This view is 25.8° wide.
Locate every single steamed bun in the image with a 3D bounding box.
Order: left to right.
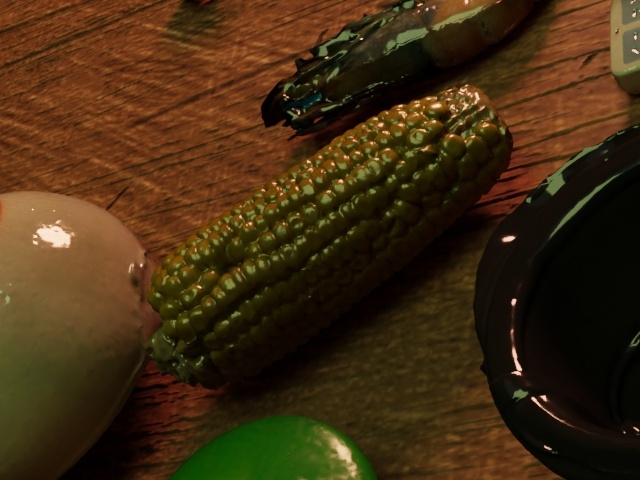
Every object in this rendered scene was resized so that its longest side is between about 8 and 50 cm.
[{"bbox_3d":[-0.271,0.075,1.127,0.283,0.177,0.283,-35,30,23],"label":"steamed bun"}]

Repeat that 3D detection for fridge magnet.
[{"bbox_3d":[-0.045,0.211,0.912,0.208,0.088,0.208,-23,45,25],"label":"fridge magnet"}]

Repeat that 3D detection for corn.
[{"bbox_3d":[0.000,0.000,1.035,0.321,0.119,0.119,-32,41,10],"label":"corn"}]

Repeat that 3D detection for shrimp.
[{"bbox_3d":[0.061,-0.204,1.200,0.290,0.054,0.222,-32,42,11],"label":"shrimp"}]

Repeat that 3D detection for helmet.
[{"bbox_3d":[0.218,0.056,0.758,0.230,0.160,0.279,-45,27,1],"label":"helmet"}]

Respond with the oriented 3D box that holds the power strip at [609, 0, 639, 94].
[{"bbox_3d":[0.289,-0.162,0.980,0.192,0.035,0.081,-17,47,32],"label":"power strip"}]
